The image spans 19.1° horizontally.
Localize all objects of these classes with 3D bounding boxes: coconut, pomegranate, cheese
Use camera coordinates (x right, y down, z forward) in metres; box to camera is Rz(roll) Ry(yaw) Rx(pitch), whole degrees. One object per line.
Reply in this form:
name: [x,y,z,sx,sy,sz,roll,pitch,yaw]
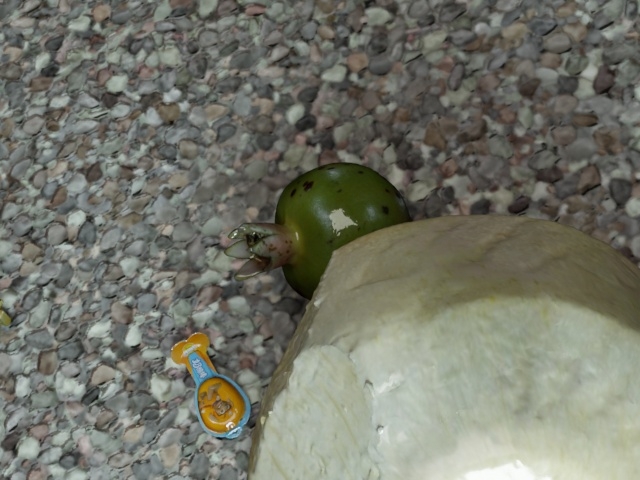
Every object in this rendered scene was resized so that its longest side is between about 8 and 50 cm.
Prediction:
coconut: [0.115,0.181,1.382,0.344,0.415,0.415,24,70,-7]
pomegranate: [0.004,0.006,1.635,0.159,0.129,0.129,-38,57,-26]
cheese: [-0.096,0.129,1.673,0.047,0.017,0.111,-30,59,-3]

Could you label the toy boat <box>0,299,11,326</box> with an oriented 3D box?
toy boat: [-0.352,0.050,1.772,0.149,0.047,0.049,24,73,27]
